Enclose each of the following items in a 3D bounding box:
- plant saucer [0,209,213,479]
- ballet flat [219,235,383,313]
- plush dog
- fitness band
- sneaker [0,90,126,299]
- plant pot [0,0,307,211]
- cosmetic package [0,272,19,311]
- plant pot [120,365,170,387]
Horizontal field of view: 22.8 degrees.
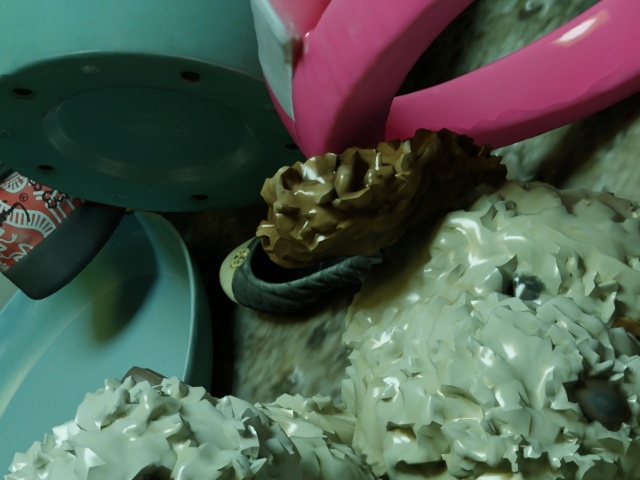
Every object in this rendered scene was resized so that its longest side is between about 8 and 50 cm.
[{"bbox_3d":[-0.157,0.131,0.922,0.317,0.044,0.317,-37,36,33],"label":"plant saucer"},{"bbox_3d":[0.000,0.000,0.794,0.173,0.049,0.057,-15,49,51],"label":"ballet flat"},{"bbox_3d":[0.056,0.088,0.488,0.225,0.262,0.210,-59,-1,-17],"label":"plush dog"},{"bbox_3d":[0.082,-0.086,0.559,0.209,0.054,0.291,-27,-12,-3],"label":"fitness band"},{"bbox_3d":[-0.165,-0.098,0.995,0.090,0.145,0.270,-29,25,35],"label":"sneaker"},{"bbox_3d":[-0.079,-0.155,0.842,0.293,0.293,0.235,-24,55,46],"label":"plant pot"},{"bbox_3d":[-0.302,0.080,1.125,0.160,0.113,0.309,8,70,59],"label":"cosmetic package"},{"bbox_3d":[-0.074,0.153,0.664,0.165,0.167,0.167,-57,28,-11],"label":"plant pot"}]
